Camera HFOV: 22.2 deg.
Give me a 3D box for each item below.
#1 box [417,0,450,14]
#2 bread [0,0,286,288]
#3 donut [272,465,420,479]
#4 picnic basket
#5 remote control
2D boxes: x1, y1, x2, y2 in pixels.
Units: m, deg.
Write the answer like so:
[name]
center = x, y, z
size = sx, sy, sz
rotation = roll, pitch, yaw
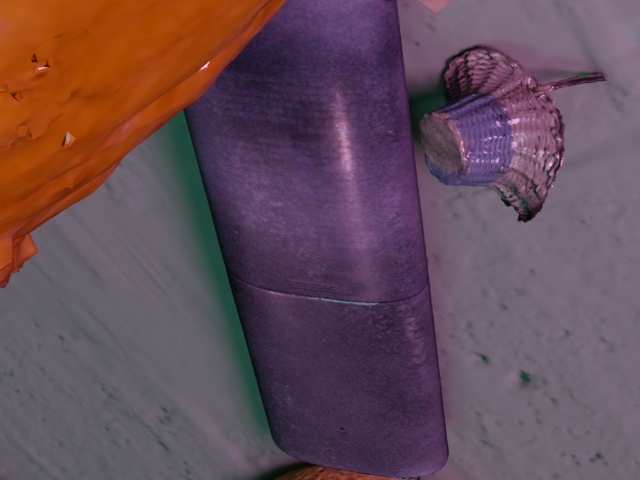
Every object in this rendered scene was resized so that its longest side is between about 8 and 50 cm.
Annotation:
[box]
center = 0.041, -0.144, 0.660
size = 0.083, 0.035, 0.079
rotation = 34, 135, -19
[bread]
center = -0.053, -0.164, 0.442
size = 0.215, 0.398, 0.398
rotation = 40, 134, -8
[donut]
center = 0.019, 0.198, 1.014
size = 0.162, 0.065, 0.178
rotation = 28, 136, -21
[picnic basket]
center = 0.084, -0.048, 0.738
size = 0.083, 0.083, 0.065
rotation = -18, 149, -31
[remote control]
center = 0.000, 0.000, 0.798
size = 0.107, 0.044, 0.377
rotation = 11, 144, 18
